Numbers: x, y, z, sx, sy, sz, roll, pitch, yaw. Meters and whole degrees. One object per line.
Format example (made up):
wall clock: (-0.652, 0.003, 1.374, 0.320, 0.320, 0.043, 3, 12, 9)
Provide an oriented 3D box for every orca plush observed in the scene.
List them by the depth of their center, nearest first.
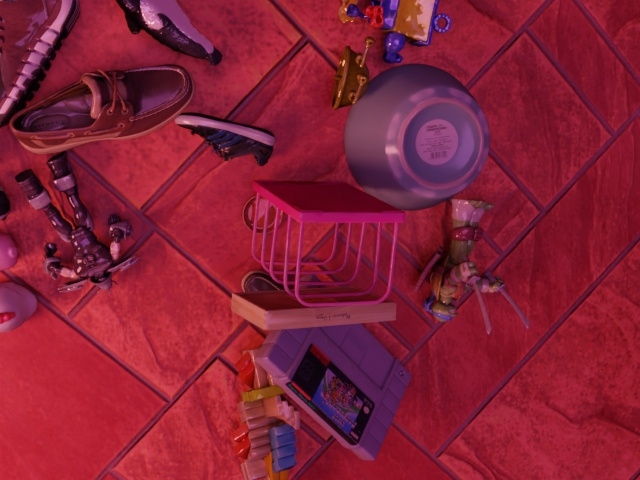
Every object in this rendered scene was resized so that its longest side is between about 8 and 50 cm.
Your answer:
orca plush: (-0.312, -0.423, 1.467, 0.287, 0.102, 0.151, 35, 47, -28)

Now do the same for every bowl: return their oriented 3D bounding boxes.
bowl: (0.219, -0.202, 1.590, 0.312, 0.163, 0.311, -3, 103, -14)

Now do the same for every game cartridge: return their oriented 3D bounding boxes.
game cartridge: (0.038, 0.268, 1.620, 0.355, 0.068, 0.230, 47, 49, -24)

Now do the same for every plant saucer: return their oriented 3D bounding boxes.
plant saucer: (-0.120, -0.055, 1.611, 0.084, 0.013, 0.083, -3, 103, -13)

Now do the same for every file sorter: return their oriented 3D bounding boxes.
file sorter: (0.000, 0.000, 1.501, 0.202, 0.291, 0.182, 0, 105, -21)

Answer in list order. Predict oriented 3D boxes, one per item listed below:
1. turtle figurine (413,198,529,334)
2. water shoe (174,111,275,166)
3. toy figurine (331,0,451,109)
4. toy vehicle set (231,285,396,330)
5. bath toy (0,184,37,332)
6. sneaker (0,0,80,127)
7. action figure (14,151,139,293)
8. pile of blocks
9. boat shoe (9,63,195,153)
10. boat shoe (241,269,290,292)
turtle figurine: (0.342, 0.052, 1.645, 0.198, 0.275, 0.266, 6, 91, -32)
water shoe: (-0.190, -0.196, 1.533, 0.203, 0.073, 0.080, 12, 102, -15)
toy figurine: (0.163, -0.417, 1.522, 0.217, 0.191, 0.362, 7, 98, -22)
toy vehicle set: (-0.014, 0.124, 1.471, 0.267, 0.166, 0.035, -1, 98, -26)
bath toy: (-0.630, 0.016, 1.436, 0.152, 0.129, 0.348, -15, 105, -11)
sneaker: (-0.566, -0.352, 1.399, 0.163, 0.106, 0.281, 30, 83, -12)
action figure: (-0.462, -0.020, 1.492, 0.185, 0.099, 0.285, -28, 111, -15)
pile of blocks: (-0.122, 0.385, 1.621, 0.113, 0.149, 0.362, -9, 104, -26)
boat shoe: (-0.397, -0.249, 1.430, 0.342, 0.123, 0.123, -16, 87, -8)
boat shoe: (-0.073, 0.150, 1.634, 0.080, 0.073, 0.223, -43, 109, -3)
